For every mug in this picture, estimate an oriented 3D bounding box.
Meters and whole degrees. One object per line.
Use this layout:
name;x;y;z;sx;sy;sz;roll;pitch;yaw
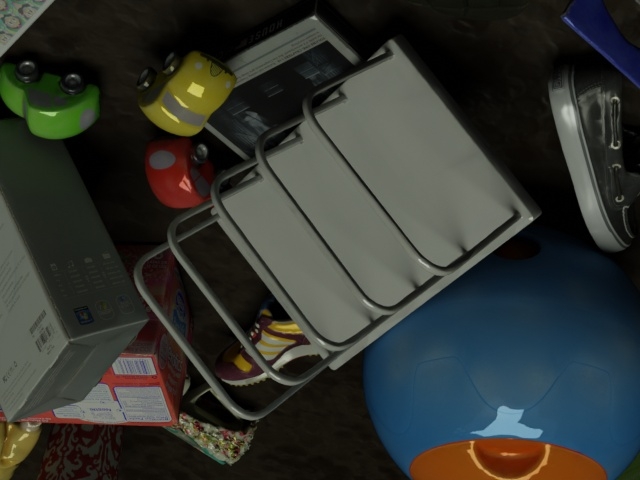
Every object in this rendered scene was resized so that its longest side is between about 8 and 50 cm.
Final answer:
mug;-0.307;0.311;1.775;0.113;0.169;0.150;9;144;-5

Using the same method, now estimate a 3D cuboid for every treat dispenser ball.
treat dispenser ball;0.184;0.124;1.365;0.288;0.288;0.288;4;143;3

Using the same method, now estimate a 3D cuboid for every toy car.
toy car;-0.189;-0.105;1.278;0.225;0.053;0.239;15;152;3

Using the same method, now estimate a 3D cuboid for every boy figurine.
boy figurine;-0.422;0.226;1.743;0.177;0.092;0.285;0;144;7

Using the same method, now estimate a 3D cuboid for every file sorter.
file sorter;0.000;0.000;1.196;0.193;0.173;0.277;52;129;4

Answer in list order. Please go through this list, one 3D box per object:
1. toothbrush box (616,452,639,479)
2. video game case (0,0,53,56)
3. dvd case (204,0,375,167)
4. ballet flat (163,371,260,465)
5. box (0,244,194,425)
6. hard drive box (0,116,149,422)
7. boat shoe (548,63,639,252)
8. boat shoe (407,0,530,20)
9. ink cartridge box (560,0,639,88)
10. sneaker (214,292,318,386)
toothbrush box;0.426;0.288;1.557;0.206;0.283;0.122;27;138;-25
video game case;-0.292;-0.230;1.179;0.143;0.019;0.157;29;137;-28
dvd case;0.002;-0.109;1.294;0.179;0.030;0.238;-23;134;33
ballet flat;-0.167;0.190;1.689;0.077;0.091;0.241;-46;130;11
box;-0.299;0.102;1.517;0.300;0.142;0.154;0;143;7
hard drive box;-0.277;0.026;1.336;0.089;0.232;0.181;-15;159;-39
boat shoe;0.268;-0.074;1.274;0.076;0.080;0.228;-9;133;20
boat shoe;0.106;-0.261;0.996;0.122;0.120;0.324;13;166;10
ink cartridge box;0.311;-0.258;0.834;0.270;0.151;0.395;36;114;-26
sneaker;-0.054;0.097;1.552;0.185;0.069;0.084;-25;125;26
